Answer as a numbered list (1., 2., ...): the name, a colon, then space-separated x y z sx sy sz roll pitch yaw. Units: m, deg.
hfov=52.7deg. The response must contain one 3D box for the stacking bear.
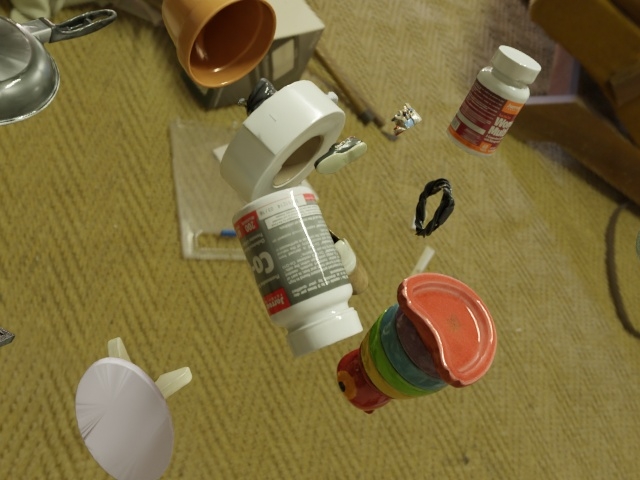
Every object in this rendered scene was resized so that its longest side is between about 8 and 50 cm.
1. stacking bear: 0.129 0.190 1.052 0.164 0.289 0.175 -14 69 -43

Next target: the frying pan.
1. frying pan: -0.374 -0.236 0.826 0.326 0.053 0.197 -20 66 -36

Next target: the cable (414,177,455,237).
1. cable: 0.318 -0.093 1.880 0.047 0.184 0.151 13 35 -27

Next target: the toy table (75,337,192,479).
1. toy table: -0.399 0.350 1.355 0.252 0.161 0.274 -7 104 -4

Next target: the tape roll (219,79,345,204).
1. tape roll: -0.079 -0.200 1.377 0.100 0.286 0.286 46 50 10

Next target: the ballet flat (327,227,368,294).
1. ballet flat: 0.000 0.000 1.635 0.342 0.124 0.116 46 63 3

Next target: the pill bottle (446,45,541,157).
1. pill bottle: 0.380 -0.303 1.421 0.121 0.221 0.121 18 35 -13

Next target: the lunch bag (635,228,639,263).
1. lunch bag: 0.426 0.006 0.674 0.219 0.176 0.090 42 2 -42

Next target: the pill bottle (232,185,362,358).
1. pill bottle: -0.039 0.059 1.181 0.161 0.161 0.283 -17 81 -36

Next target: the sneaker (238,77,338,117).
1. sneaker: -0.091 -0.383 1.767 0.268 0.101 0.153 -25 67 -23

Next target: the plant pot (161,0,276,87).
1. plant pot: -0.293 -0.592 1.759 0.291 0.291 0.203 -25 64 -38

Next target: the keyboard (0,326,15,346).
1. keyboard: -0.688 0.158 1.258 0.180 0.023 0.108 28 9 1

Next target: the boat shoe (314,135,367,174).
1. boat shoe: 0.036 -0.178 1.355 0.133 0.049 0.042 -31 56 -28

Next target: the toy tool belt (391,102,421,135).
1. toy tool belt: 0.177 -0.263 1.400 0.083 0.052 0.051 -35 95 -36
